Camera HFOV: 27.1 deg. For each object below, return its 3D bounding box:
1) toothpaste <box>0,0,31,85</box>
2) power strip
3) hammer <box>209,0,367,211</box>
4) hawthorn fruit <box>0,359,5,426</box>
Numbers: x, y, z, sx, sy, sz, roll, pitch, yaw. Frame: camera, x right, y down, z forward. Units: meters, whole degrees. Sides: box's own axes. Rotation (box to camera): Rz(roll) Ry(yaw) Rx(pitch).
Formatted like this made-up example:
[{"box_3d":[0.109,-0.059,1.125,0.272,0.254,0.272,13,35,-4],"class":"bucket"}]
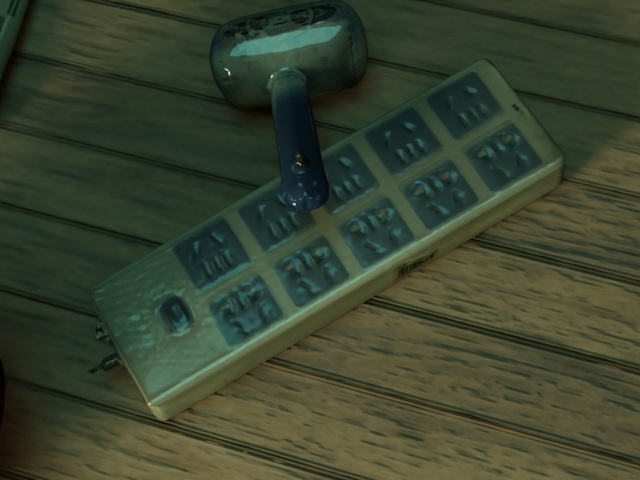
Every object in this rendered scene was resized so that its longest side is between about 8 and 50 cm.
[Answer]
[{"box_3d":[-0.260,-0.163,1.035,0.064,0.041,0.218,10,65,-1],"class":"toothpaste"},{"box_3d":[0.000,0.000,0.928,0.367,0.043,0.106,-31,66,-7],"class":"power strip"},{"box_3d":[-0.016,-0.092,0.933,0.116,0.069,0.194,-11,46,2],"class":"hammer"},{"box_3d":[-0.296,0.098,0.841,0.215,0.215,0.249,35,68,19],"class":"hawthorn fruit"}]
